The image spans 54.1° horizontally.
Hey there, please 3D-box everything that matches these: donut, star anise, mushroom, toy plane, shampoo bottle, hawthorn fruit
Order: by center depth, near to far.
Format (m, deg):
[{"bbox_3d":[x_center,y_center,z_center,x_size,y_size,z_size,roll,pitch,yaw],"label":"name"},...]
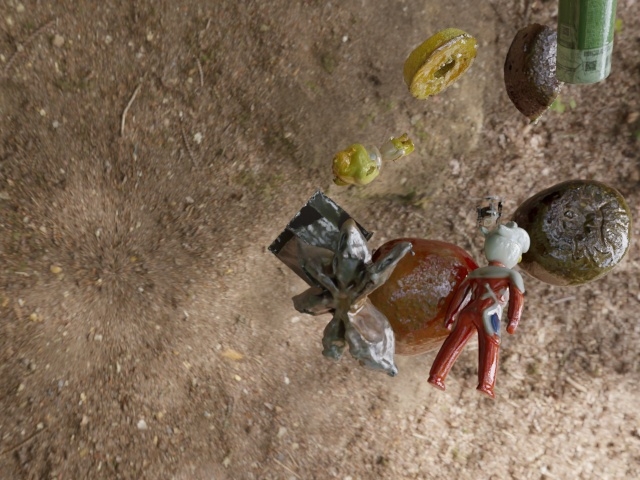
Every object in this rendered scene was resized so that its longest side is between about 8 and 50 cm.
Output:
[{"bbox_3d":[0.288,-0.272,0.677,0.065,0.065,0.204,-31,133,-17],"label":"shampoo bottle"},{"bbox_3d":[0.024,0.072,0.775,0.063,0.172,0.207,-28,130,-47],"label":"star anise"},{"bbox_3d":[0.256,-0.393,1.377,0.178,0.162,0.065,-27,66,-13],"label":"donut"},{"bbox_3d":[0.492,-0.383,1.436,0.144,0.126,0.186,25,89,-4],"label":"donut"},{"bbox_3d":[0.271,0.134,1.487,0.369,0.285,0.284,0,87,17],"label":"hawthorn fruit"},{"bbox_3d":[0.597,-0.029,1.512,0.297,0.163,0.278,-31,53,-4],"label":"mushroom"},{"bbox_3d":[0.523,-0.089,1.934,0.078,0.197,0.053,-2,67,8],"label":"toy plane"}]

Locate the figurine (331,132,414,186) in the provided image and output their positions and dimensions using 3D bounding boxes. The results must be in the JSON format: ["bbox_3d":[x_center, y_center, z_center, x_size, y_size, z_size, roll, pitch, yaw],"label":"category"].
[{"bbox_3d":[0.144,-0.232,1.780,0.247,0.156,0.131,-21,133,-3],"label":"figurine"}]

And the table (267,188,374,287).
[{"bbox_3d":[0.000,0.000,1.695,0.193,0.169,0.172,40,58,-2],"label":"table"}]

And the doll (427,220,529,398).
[{"bbox_3d":[0.335,0.126,1.276,0.099,0.188,0.383,32,70,-31],"label":"doll"}]
